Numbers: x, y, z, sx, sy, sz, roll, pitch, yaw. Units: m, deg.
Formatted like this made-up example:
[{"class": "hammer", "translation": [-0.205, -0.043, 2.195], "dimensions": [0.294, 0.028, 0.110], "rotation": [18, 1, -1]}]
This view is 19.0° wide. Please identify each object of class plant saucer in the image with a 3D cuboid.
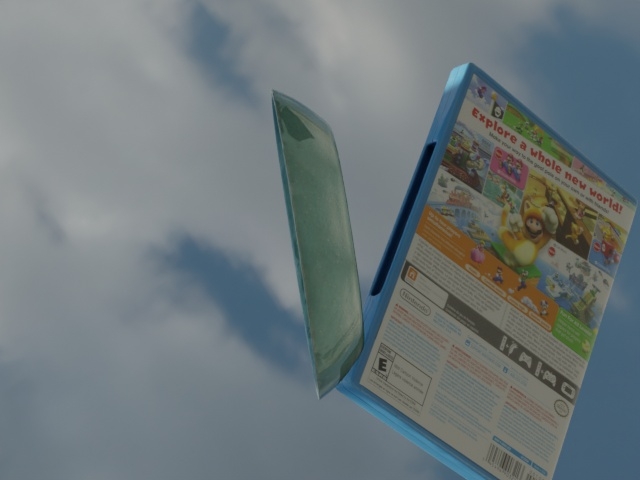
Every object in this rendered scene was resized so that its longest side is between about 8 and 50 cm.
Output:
[{"class": "plant saucer", "translation": [0.000, 0.000, 0.722], "dimensions": [0.021, 0.119, 0.119], "rotation": [-9, -113, -2]}]

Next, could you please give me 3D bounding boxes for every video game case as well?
[{"class": "video game case", "translation": [0.078, 0.021, 0.844], "dimensions": [0.119, 0.015, 0.166], "rotation": [36, -119, -27]}]
